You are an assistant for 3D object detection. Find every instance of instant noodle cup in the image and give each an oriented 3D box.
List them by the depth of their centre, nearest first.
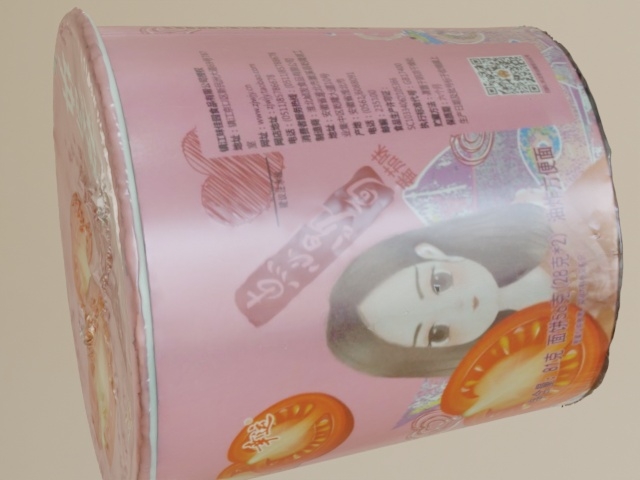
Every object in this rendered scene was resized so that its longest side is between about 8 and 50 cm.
[{"bbox_3d":[0.000,0.000,0.849,0.231,0.243,0.243,-6,-1,-15],"label":"instant noodle cup"}]
